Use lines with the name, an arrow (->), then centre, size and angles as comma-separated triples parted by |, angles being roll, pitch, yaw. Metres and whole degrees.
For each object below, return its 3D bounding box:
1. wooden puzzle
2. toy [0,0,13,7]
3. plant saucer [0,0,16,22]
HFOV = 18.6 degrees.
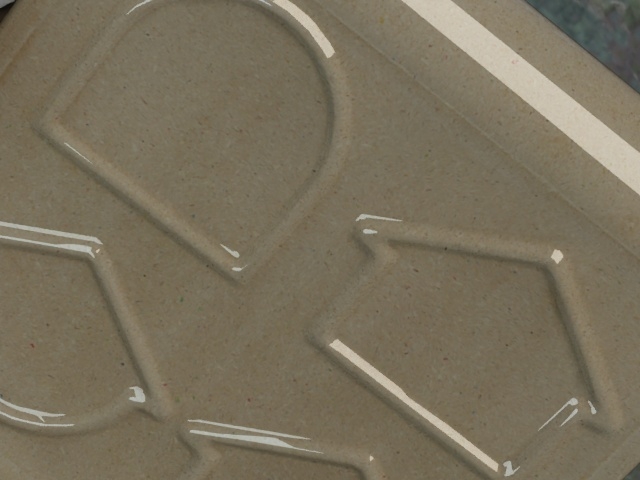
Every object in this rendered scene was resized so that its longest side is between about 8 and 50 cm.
wooden puzzle -> -0.023, 0.027, 0.849 | 0.322, 0.348, 0.080 | 38, 19, -7
toy -> -0.165, -0.242, 0.938 | 0.137, 0.056, 0.237 | -35, 99, -32
plant saucer -> -0.210, -0.233, 0.965 | 0.278, 0.041, 0.278 | 6, 78, -29
